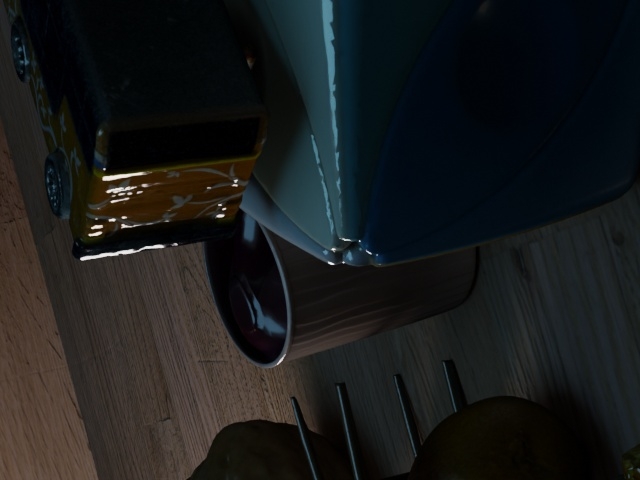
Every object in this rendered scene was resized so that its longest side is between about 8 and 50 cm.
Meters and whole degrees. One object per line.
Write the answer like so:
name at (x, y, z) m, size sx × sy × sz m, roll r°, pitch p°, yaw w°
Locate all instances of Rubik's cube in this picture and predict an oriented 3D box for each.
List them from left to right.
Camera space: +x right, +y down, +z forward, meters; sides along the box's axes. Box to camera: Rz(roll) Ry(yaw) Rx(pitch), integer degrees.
Rubik's cube at (0.077, -0.202, 1.199) m, size 0.347 × 0.352 × 0.351 m, roll 31°, pitch 132°, yaw 55°

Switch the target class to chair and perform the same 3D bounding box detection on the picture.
chair at (0.095, 0.302, 1.606) m, size 0.166 × 0.188 × 0.272 m, roll -30°, pitch 72°, yaw 64°

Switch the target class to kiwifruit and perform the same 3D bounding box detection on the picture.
kiwifruit at (0.186, 0.277, 1.400) m, size 0.196 × 0.196 × 0.234 m, roll 63°, pitch 151°, yaw 25°

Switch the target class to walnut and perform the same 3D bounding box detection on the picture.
walnut at (-0.059, 0.439, 1.866) m, size 0.344 × 0.306 × 0.306 m, roll 50°, pitch 144°, yaw 31°

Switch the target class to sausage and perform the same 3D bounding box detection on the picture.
sausage at (-0.072, -0.136, 1.110) m, size 0.015 × 0.015 × 0.100 m, roll 65°, pitch 153°, yaw 21°

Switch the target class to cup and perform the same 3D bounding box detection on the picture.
cup at (0.005, 0.018, 1.538) m, size 0.288 × 0.273 × 0.208 m, roll -7°, pitch 96°, yaw 64°

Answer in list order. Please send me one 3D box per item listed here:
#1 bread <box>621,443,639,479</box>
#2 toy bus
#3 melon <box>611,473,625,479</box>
bread at (0.344, 0.260, 1.155) m, size 0.103 × 0.132 × 0.172 m, roll -147°, pitch 46°, yaw -71°
toy bus at (-0.171, -0.167, 1.113) m, size 0.194 × 0.162 × 0.323 m, roll 117°, pitch 138°, yaw -54°
melon at (0.311, 0.288, 1.259) m, size 0.098 × 0.098 × 0.130 m, roll 30°, pitch 133°, yaw 56°
